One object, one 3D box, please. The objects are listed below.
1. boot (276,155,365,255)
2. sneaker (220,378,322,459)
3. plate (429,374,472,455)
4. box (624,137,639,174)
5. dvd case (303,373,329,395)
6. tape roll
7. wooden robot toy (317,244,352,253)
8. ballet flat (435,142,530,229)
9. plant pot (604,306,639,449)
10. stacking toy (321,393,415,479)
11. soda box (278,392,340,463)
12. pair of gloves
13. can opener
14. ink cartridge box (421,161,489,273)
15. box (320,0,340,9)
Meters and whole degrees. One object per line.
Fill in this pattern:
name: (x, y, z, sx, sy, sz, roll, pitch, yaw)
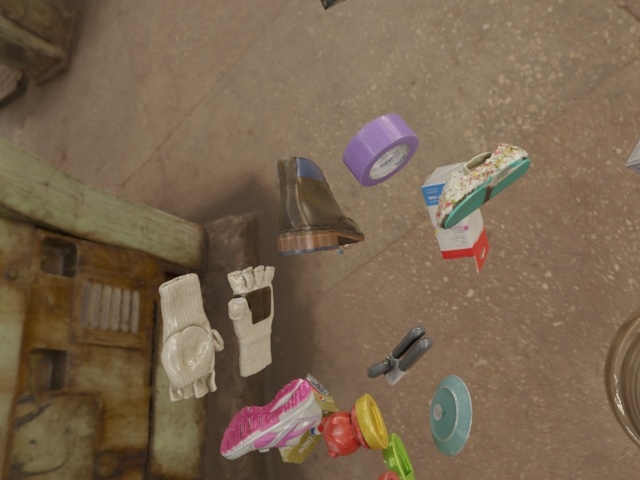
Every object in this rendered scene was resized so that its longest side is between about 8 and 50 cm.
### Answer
boot: (0.004, -0.043, 0.644, 0.082, 0.219, 0.106, -7, 92, 16)
sneaker: (-0.100, 0.406, 1.118, 0.252, 0.111, 0.103, -31, 23, 13)
plate: (0.305, 0.420, 1.269, 0.188, 0.024, 0.188, -168, 90, -75)
box: (0.737, -0.213, 1.005, 0.087, 0.290, 0.169, 30, 89, 2)
dvd case: (-0.043, 0.477, 1.585, 0.087, 0.013, 0.119, 41, 80, 8)
tape roll: (0.156, -0.230, 1.354, 0.189, 0.189, 0.080, -43, 68, 19)
wooden robot toy: (0.000, 0.000, 1.399, 0.173, 0.079, 0.076, 18, 120, 11)
ballet flat: (0.268, -0.100, 0.918, 0.241, 0.091, 0.077, -32, 60, -26)
plant pot: (0.461, 0.170, 0.585, 0.237, 0.110, 0.237, 0, 90, 15)
stacking toy: (0.114, 0.530, 1.139, 0.130, 0.279, 0.309, -24, 41, 12)
soda box: (-0.031, 0.467, 1.300, 0.181, 0.061, 0.058, -56, 36, 15)
pair of gloves: (-0.161, 0.150, 0.877, 0.042, 0.240, 0.204, 6, 99, 39)
can opener: (0.220, 0.330, 1.450, 0.074, 0.093, 0.280, 60, 145, 25)
ink cartridge box: (0.317, -0.048, 1.211, 0.078, 0.134, 0.231, -8, 112, 33)
box: (0.102, -0.443, 0.802, 0.175, 0.051, 0.220, -32, 15, -12)
